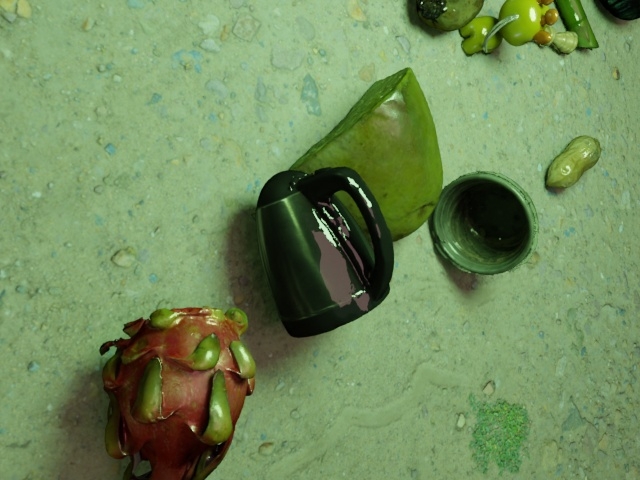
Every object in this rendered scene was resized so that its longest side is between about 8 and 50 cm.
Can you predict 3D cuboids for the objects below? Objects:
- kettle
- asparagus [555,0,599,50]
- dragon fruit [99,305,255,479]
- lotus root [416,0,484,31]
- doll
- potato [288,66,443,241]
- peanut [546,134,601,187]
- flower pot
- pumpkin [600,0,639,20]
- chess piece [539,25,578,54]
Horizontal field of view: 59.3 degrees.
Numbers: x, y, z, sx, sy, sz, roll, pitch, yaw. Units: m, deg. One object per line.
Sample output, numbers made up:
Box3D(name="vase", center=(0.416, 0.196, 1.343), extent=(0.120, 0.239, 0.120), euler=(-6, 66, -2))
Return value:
Box3D(name="kettle", center=(-0.015, 0.006, 0.974), extent=(0.207, 0.251, 0.271), euler=(-26, 98, -11))
Box3D(name="asparagus", center=(0.668, -0.629, 1.507), extent=(0.067, 0.060, 0.277), euler=(-42, 108, -45))
Box3D(name="dragon fruit", center=(-0.222, 0.245, 0.875), extent=(0.307, 0.243, 0.228), euler=(-50, 143, 17))
Box3D(name="lotus root", center=(0.301, -0.543, 1.255), extent=(0.214, 0.138, 0.138), euler=(-24, 99, -29))
Box3D(name="doll", center=(0.436, -0.498, 1.276), extent=(0.135, 0.221, 0.142), euler=(-13, 97, -33))
Box3D(name="potato", center=(0.146, -0.138, 1.094), extent=(0.330, 0.213, 0.280), euler=(-46, 108, -22))
Box3D(name="peanut", center=(0.663, -0.209, 1.466), extent=(0.214, 0.099, 0.099), euler=(-36, 105, -20))
Box3D(name="flower pot", center=(0.374, -0.047, 1.233), extent=(0.141, 0.236, 0.235), euler=(-22, 98, -51))
Box3D(name="pumpkin", center=(0.848, -0.710, 1.568), extent=(0.202, 0.140, 0.201), euler=(13, 66, -30))
Box3D(name="chess piece", center=(0.590, -0.529, 1.459), extent=(0.172, 0.060, 0.060), euler=(3, 86, -27))
